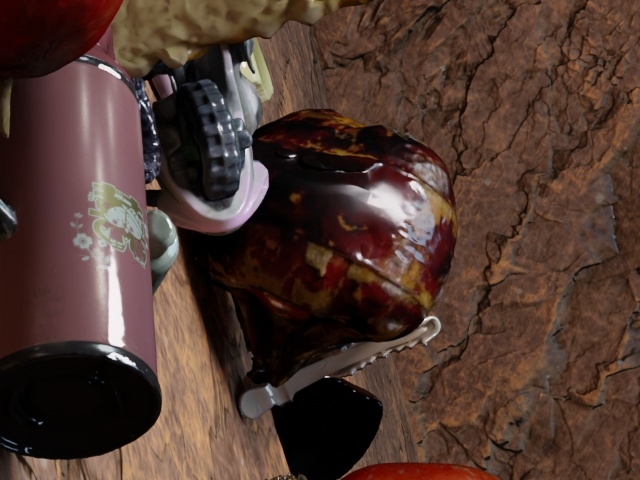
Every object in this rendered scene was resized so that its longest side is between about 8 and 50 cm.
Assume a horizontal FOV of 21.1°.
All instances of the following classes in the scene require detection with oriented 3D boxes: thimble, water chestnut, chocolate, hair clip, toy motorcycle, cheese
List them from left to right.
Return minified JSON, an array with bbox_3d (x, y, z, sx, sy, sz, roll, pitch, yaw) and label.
[{"bbox_3d":[-0.168,-0.084,1.351,0.104,0.066,0.095,-78,152,-68],"label":"thimble"},{"bbox_3d":[-0.128,-0.129,1.522,0.188,0.143,0.327,81,-14,-47],"label":"toy motorcycle"},{"bbox_3d":[-0.121,-0.290,2.194,0.127,0.050,0.255,-76,150,-72],"label":"cheese"},{"bbox_3d":[0.000,0.000,1.747,0.289,0.289,0.244,-92,-175,-59],"label":"water chestnut"},{"bbox_3d":[0.004,0.196,2.000,0.080,0.125,0.149,-131,-162,-67],"label":"chocolate"},{"bbox_3d":[0.017,0.124,1.795,0.072,0.226,0.034,-115,-178,-75],"label":"hair clip"}]

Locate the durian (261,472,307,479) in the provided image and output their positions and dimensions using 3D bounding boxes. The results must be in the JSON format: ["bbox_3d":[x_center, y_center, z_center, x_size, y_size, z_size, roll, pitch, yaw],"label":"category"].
[{"bbox_3d":[-0.039,0.265,1.669,0.080,0.091,0.080,-35,-130,57],"label":"durian"}]

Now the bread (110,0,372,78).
[{"bbox_3d":[-0.076,-0.366,1.344,0.279,0.371,0.390,66,8,-47],"label":"bread"}]

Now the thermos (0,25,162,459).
[{"bbox_3d":[-0.177,-0.033,1.080,0.109,0.136,0.330,119,-29,-45],"label":"thermos"}]

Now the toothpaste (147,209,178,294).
[{"bbox_3d":[-0.134,0.020,1.215,0.255,0.037,0.067,136,-61,-69],"label":"toothpaste"}]

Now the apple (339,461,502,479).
[{"bbox_3d":[0.108,0.359,1.893,0.260,0.260,0.217,62,26,-64],"label":"apple"}]

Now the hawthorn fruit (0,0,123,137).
[{"bbox_3d":[-0.193,-0.187,0.998,0.189,0.189,0.251,-5,100,-83],"label":"hawthorn fruit"}]

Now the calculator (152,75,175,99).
[{"bbox_3d":[-0.165,-0.195,1.758,0.166,0.024,0.103,70,10,-47],"label":"calculator"}]
